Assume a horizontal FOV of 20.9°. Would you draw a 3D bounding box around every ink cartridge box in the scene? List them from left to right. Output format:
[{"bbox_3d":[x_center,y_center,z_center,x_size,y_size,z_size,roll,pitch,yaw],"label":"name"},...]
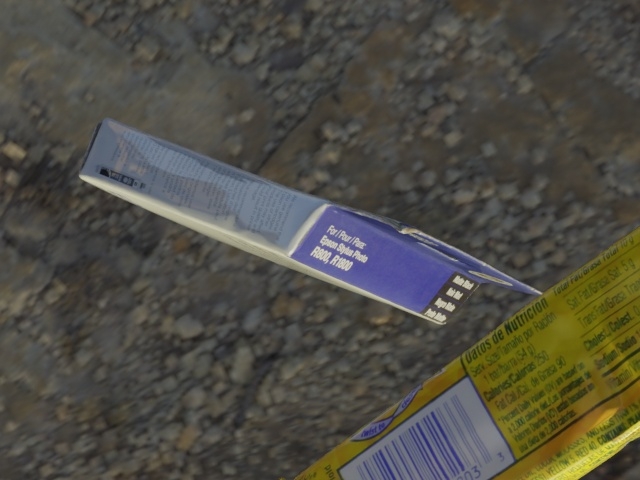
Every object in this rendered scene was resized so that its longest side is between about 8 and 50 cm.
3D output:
[{"bbox_3d":[0.000,0.000,1.074,0.223,0.224,0.045,24,86,-58],"label":"ink cartridge box"}]

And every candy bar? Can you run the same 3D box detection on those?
[{"bbox_3d":[0.049,0.025,0.324,0.018,0.161,0.040,7,50,-54],"label":"candy bar"}]
